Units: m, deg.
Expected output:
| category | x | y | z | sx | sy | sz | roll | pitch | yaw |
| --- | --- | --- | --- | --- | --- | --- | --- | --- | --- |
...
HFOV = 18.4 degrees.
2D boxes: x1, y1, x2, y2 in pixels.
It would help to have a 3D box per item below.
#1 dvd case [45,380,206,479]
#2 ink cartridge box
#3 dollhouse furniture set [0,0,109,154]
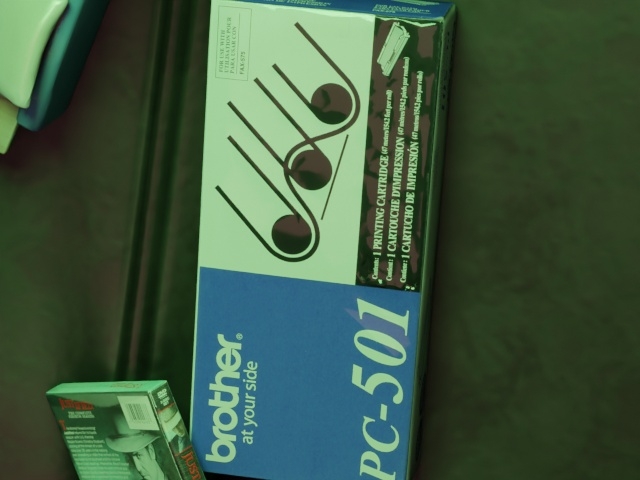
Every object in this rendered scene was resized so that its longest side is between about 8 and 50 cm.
| category | x | y | z | sx | sy | sz | roll | pitch | yaw |
| --- | --- | --- | --- | --- | --- | --- | --- | --- | --- |
| dvd case | -0.074 | 0.118 | 0.868 | 0.087 | 0.013 | 0.119 | -7 | 108 | 52 |
| ink cartridge box | 0.000 | 0.000 | 0.833 | 0.097 | 0.046 | 0.207 | 7 | 107 | 9 |
| dollhouse furniture set | -0.249 | -0.104 | 0.767 | 0.286 | 0.198 | 0.303 | 26 | 107 | 1 |
